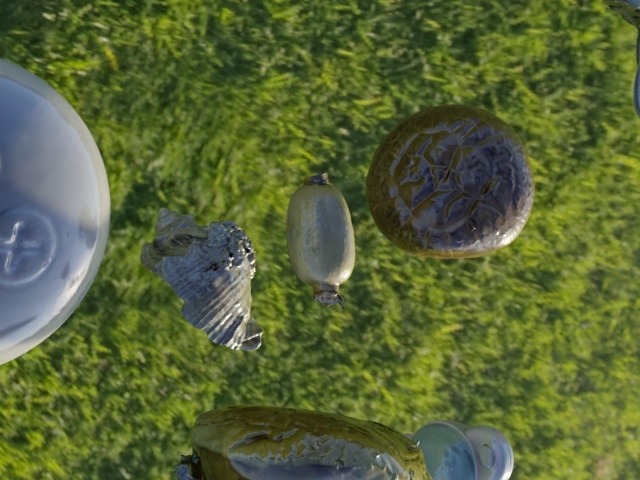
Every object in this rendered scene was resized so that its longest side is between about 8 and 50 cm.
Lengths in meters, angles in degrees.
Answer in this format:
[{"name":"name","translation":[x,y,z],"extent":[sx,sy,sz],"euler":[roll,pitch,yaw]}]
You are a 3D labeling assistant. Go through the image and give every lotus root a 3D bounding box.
[{"name":"lotus root","translation":[0.000,0.000,1.199],"extent":[0.073,0.062,0.150],"euler":[-6,81,-7]}]

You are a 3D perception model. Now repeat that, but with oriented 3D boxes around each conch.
[{"name":"conch","translation":[-0.163,0.054,1.600],"extent":[0.178,0.163,0.245],"euler":[-28,84,-49]}]

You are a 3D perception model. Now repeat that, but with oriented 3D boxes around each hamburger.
[{"name":"hamburger","translation":[-0.028,0.261,1.305],"extent":[0.211,0.309,0.132],"euler":[44,52,-75]}]

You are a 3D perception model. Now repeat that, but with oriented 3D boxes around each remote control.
[{"name":"remote control","translation":[-0.294,-0.024,0.705],"extent":[0.332,0.103,0.221],"euler":[10,101,-26]}]

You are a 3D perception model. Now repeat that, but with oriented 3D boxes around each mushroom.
[{"name":"mushroom","translation":[0.192,-0.085,1.675],"extent":[0.253,0.253,0.153],"euler":[-59,163,-4]}]

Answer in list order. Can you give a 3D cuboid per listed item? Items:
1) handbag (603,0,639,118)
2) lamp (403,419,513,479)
[{"name":"handbag","translation":[0.386,-0.274,1.207],"extent":[0.241,0.109,0.315],"euler":[27,87,-45]},{"name":"lamp","translation":[0.254,0.432,2.170],"extent":[0.108,0.246,0.179],"euler":[-3,75,-52]}]
